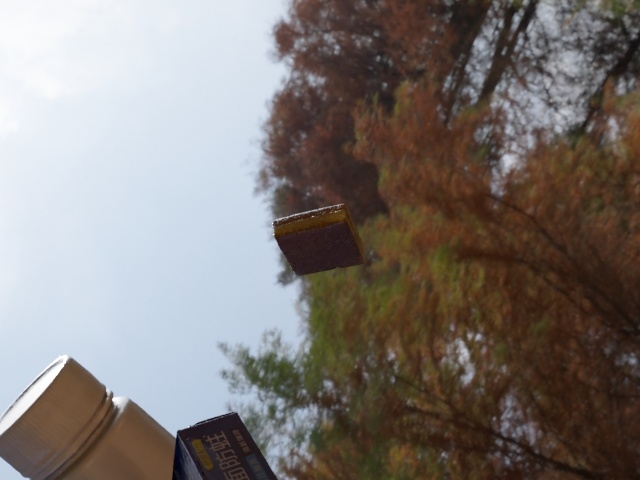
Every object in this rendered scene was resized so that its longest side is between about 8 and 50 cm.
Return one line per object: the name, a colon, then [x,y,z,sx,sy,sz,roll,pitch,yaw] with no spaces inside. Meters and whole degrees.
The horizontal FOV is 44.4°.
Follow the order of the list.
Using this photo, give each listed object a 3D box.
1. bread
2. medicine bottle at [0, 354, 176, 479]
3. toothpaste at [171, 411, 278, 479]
bread: [0.000,0.000,0.961,0.094,0.090,0.035,-12,-130,14]
medicine bottle: [-0.234,0.254,0.877,0.252,0.144,0.144,48,-153,-18]
toothpaste: [-0.031,0.283,0.633,0.066,0.076,0.320,-12,-138,-31]
